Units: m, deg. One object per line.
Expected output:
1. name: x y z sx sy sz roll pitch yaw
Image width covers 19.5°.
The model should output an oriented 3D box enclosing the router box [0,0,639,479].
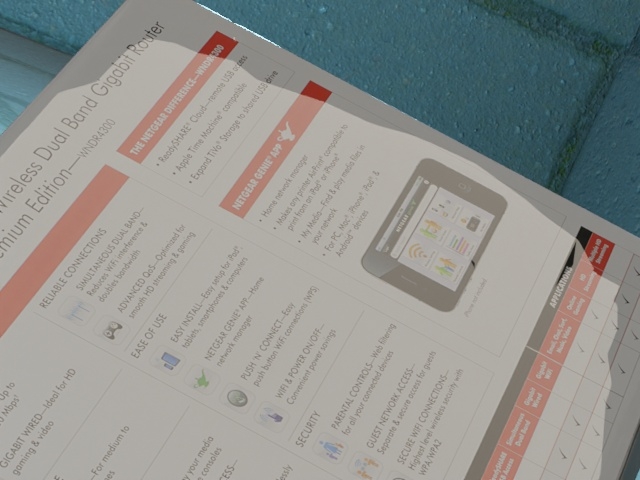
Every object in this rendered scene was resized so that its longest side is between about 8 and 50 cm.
1. router box: -0.024 0.063 0.785 0.301 0.082 0.335 29 43 5

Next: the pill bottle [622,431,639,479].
1. pill bottle: -0.011 0.048 1.117 0.224 0.224 0.392 17 11 -46
